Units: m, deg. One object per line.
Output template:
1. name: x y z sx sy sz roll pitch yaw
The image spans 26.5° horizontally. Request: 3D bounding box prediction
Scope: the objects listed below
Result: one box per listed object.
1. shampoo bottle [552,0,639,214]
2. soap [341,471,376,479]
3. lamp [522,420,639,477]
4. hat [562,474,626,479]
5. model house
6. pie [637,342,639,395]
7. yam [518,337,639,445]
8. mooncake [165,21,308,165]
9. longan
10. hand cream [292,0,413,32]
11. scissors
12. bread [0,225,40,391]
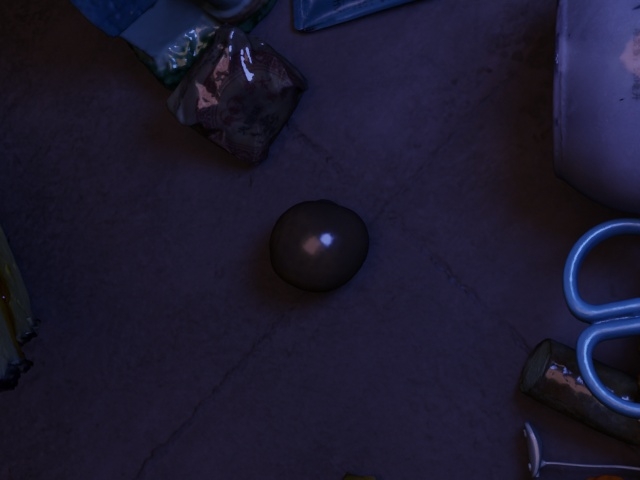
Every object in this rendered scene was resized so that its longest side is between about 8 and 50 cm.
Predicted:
1. shampoo bottle: 0.353 -0.158 1.270 0.266 0.273 0.273 0 84 12
2. soap: -0.078 0.419 1.384 0.304 0.169 0.339 -6 82 5
3. lamp: 0.302 0.213 1.358 0.198 0.050 0.056 0 85 16
4. hat: 0.291 0.429 1.280 0.285 0.285 0.400 -26 105 12
5. model house: -0.212 -0.332 1.422 0.194 0.325 0.267 -39 75 10
6. pie: 0.436 0.104 1.289 0.308 0.085 0.308 -2 70 5
7. yam: 0.272 0.151 1.366 0.146 0.070 0.070 24 91 15
8. mooncake: -0.084 -0.157 1.473 0.125 0.130 0.073 -54 37 12
9. longan: 0.000 0.000 1.449 0.106 0.106 0.119 0 42 16
10. hand cream: 0.072 -0.289 1.487 0.224 0.048 0.083 -10 79 19
11. scissors: 0.451 0.044 1.243 0.447 0.029 0.193 -10 71 7
12. bread: -0.469 0.010 1.469 0.242 0.346 0.405 -23 86 5
